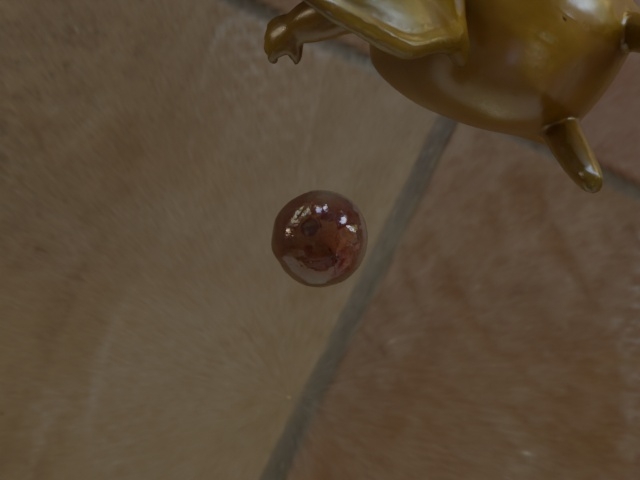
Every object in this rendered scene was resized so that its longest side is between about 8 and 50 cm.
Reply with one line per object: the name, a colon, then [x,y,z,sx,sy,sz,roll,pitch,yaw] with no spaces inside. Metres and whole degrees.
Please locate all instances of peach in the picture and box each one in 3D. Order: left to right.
peach: [0.000,-0.002,1.599,0.083,0.083,0.083,0,85,-1]

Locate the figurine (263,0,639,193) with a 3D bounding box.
figurine: [0.096,-0.220,1.633,0.387,0.268,0.401,34,42,-16]
